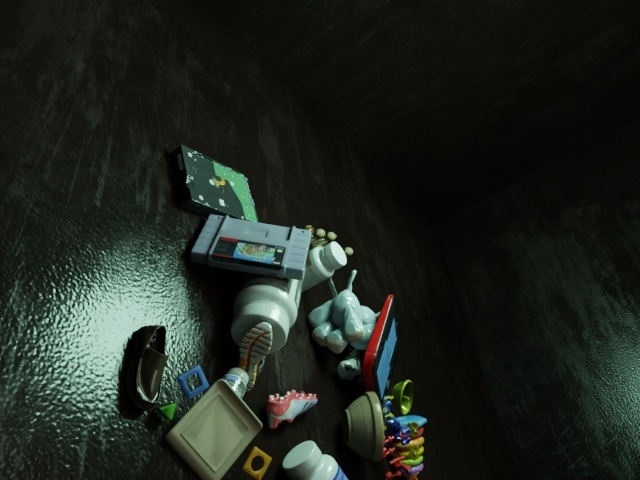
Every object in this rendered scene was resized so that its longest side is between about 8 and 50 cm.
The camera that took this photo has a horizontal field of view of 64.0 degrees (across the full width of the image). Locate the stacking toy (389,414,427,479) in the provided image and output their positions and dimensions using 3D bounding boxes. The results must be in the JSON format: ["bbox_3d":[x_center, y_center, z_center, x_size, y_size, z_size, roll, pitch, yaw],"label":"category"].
[{"bbox_3d":[0.343,0.854,2.006,0.166,0.175,0.301,18,62,-63],"label":"stacking toy"}]

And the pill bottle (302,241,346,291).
[{"bbox_3d":[-0.019,0.101,2.002,0.131,0.229,0.131,44,29,-32],"label":"pill bottle"}]

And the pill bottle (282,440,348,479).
[{"bbox_3d":[0.009,0.723,1.477,0.272,0.152,0.152,58,25,-6],"label":"pill bottle"}]

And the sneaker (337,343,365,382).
[{"bbox_3d":[0.124,0.470,2.039,0.235,0.094,0.153,28,38,-49],"label":"sneaker"}]

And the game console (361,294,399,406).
[{"bbox_3d":[0.255,0.455,2.042,0.386,0.060,0.342,77,33,-46],"label":"game console"}]

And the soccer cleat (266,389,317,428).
[{"bbox_3d":[-0.091,0.528,1.609,0.248,0.083,0.095,23,73,-60],"label":"soccer cleat"}]

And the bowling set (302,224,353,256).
[{"bbox_3d":[0.000,0.000,2.237,0.287,0.154,0.199,7,58,-61],"label":"bowling set"}]

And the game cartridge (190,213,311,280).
[{"bbox_3d":[-0.216,0.017,1.657,0.355,0.068,0.230,9,32,0],"label":"game cartridge"}]

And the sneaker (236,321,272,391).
[{"bbox_3d":[-0.195,0.333,1.502,0.084,0.214,0.083,25,10,7],"label":"sneaker"}]

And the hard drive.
[{"bbox_3d":[-0.372,-0.179,1.836,0.339,0.064,0.236,20,46,-54],"label":"hard drive"}]

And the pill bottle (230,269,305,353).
[{"bbox_3d":[-0.168,0.178,1.667,0.204,0.204,0.361,49,27,-24],"label":"pill bottle"}]

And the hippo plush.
[{"bbox_3d":[0.104,0.318,2.014,0.236,0.234,0.294,37,41,-49],"label":"hippo plush"}]

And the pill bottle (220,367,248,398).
[{"bbox_3d":[-0.251,0.417,1.403,0.078,0.078,0.137,54,25,-14],"label":"pill bottle"}]

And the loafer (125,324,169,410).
[{"bbox_3d":[-0.411,0.295,1.232,0.080,0.078,0.220,33,36,-45],"label":"loafer"}]

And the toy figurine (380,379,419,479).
[{"bbox_3d":[0.219,0.669,1.894,0.191,0.217,0.362,-14,106,-37],"label":"toy figurine"}]

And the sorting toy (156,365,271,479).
[{"bbox_3d":[-0.266,0.480,1.285,0.196,0.047,0.347,-44,105,-33],"label":"sorting toy"}]

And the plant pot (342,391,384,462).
[{"bbox_3d":[0.139,0.652,1.791,0.237,0.110,0.237,-178,-90,-82],"label":"plant pot"}]
